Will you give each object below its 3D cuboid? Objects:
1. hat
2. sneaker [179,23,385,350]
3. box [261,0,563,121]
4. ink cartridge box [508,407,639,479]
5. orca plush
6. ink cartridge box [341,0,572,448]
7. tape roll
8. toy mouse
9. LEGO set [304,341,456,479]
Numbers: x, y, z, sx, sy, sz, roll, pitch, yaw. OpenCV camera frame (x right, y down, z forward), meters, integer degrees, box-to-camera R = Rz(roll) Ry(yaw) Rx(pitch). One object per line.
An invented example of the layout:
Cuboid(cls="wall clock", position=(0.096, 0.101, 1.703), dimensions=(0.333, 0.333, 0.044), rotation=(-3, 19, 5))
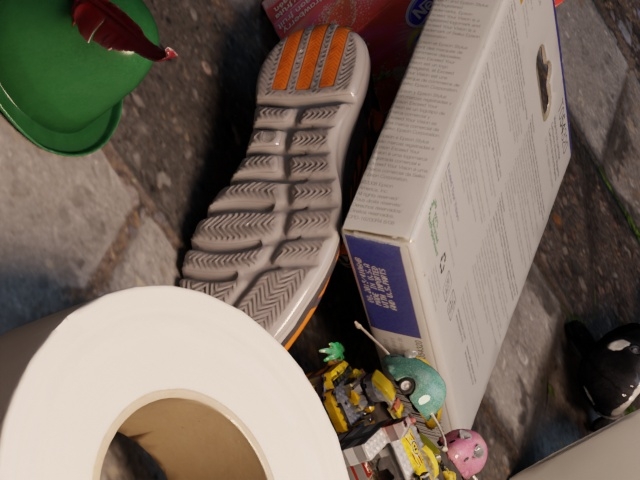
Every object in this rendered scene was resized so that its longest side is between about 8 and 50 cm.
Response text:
Cuboid(cls="hat", position=(-0.128, -0.160, 1.329), dimensions=(0.173, 0.183, 0.208), rotation=(28, 50, -50))
Cuboid(cls="sneaker", position=(0.000, 0.000, 1.511), dimensions=(0.180, 0.124, 0.321), rotation=(60, 42, -48))
Cuboid(cls="box", position=(0.094, -0.219, 1.639), dimensions=(0.128, 0.257, 0.123), rotation=(40, 16, -41))
Cuboid(cls="ink cartridge box", position=(0.351, 0.387, 1.757), dimensions=(0.385, 0.160, 0.279), rotation=(48, 20, -32))
Cuboid(cls="orca plush", position=(0.311, 0.100, 1.985), dimensions=(0.102, 0.151, 0.287), rotation=(40, 32, 10))
Cuboid(cls="ink cartridge box", position=(0.122, -0.044, 1.583), dimensions=(0.324, 0.071, 0.330), rotation=(72, 34, -53))
Cuboid(cls="tape roll", position=(-0.110, 0.175, 1.186), dimensions=(0.286, 0.100, 0.286), rotation=(19, 62, -40))
Cuboid(cls="toy mouse", position=(0.090, 0.130, 1.435), dimensions=(0.161, 0.031, 0.143), rotation=(55, 0, -10))
Cuboid(cls="LEGO set", position=(0.064, 0.234, 1.404), dimensions=(0.255, 0.192, 0.331), rotation=(-19, 89, -60))
